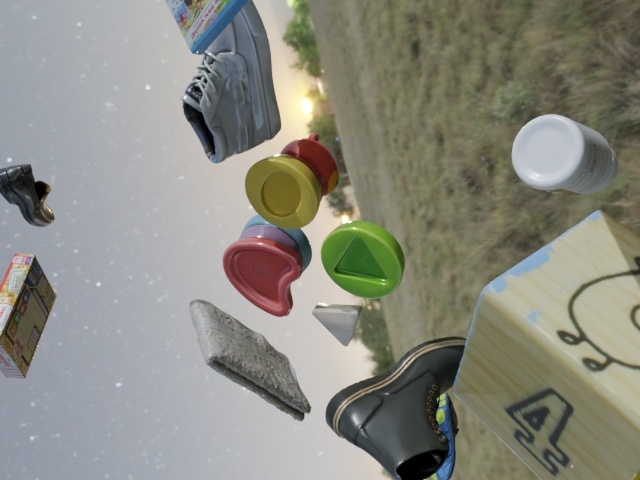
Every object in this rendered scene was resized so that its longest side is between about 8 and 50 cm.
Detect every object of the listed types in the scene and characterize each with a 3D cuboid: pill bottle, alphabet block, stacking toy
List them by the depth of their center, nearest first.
[{"bbox_3d":[0.277,0.124,0.700,0.197,0.192,0.193,43,150,33],"label":"alphabet block"},{"bbox_3d":[0.000,0.000,1.138,0.130,0.279,0.309,-55,-4,-46],"label":"stacking toy"},{"bbox_3d":[0.458,-0.148,1.286,0.229,0.131,0.131,4,-114,-49],"label":"pill bottle"}]

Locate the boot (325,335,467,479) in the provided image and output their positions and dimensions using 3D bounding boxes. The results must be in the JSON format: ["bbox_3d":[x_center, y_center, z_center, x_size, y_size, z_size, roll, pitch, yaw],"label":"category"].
[{"bbox_3d":[0.123,0.190,0.773,0.137,0.197,0.077,32,143,54],"label":"boot"}]

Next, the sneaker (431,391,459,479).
[{"bbox_3d":[0.242,0.379,1.359,0.078,0.067,0.188,43,-143,-33],"label":"sneaker"}]

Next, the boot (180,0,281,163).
[{"bbox_3d":[-0.136,-0.225,0.961,0.095,0.123,0.258,33,148,42],"label":"boot"}]

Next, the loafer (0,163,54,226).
[{"bbox_3d":[-0.485,-0.074,1.187,0.170,0.061,0.062,82,164,-69],"label":"loafer"}]

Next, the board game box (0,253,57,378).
[{"bbox_3d":[-0.580,0.146,1.353,0.147,0.045,0.194,90,-175,-52],"label":"board game box"}]

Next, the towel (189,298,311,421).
[{"bbox_3d":[-0.135,0.235,1.381,0.282,0.049,0.187,39,-171,-34],"label":"towel"}]

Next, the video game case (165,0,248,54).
[{"bbox_3d":[-0.115,-0.276,0.651,0.015,0.119,0.166,-6,-115,-52],"label":"video game case"}]
